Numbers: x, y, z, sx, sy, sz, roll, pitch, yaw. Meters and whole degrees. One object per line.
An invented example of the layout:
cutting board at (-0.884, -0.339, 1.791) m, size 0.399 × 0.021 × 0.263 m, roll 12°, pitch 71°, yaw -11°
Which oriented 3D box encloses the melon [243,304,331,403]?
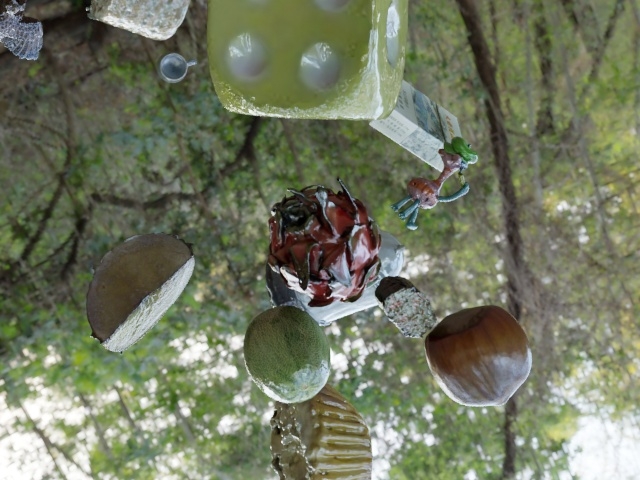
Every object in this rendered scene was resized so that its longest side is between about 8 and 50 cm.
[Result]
melon at (-0.055, 0.176, 1.348) m, size 0.139 × 0.139 × 0.192 m, roll -25°, pitch -147°, yaw -6°

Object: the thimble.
thimble at (-0.316, -0.479, 1.508) m, size 0.148 × 0.229 × 0.196 m, roll 13°, pitch 159°, yaw -33°

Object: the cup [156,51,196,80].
cup at (-0.359, -0.438, 2.125) m, size 0.100 × 0.078 × 0.077 m, roll -18°, pitch -166°, yaw -10°

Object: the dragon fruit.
dragon fruit at (0.000, 0.000, 1.406) m, size 0.192 × 0.274 × 0.193 m, roll -52°, pitch -140°, yaw -10°

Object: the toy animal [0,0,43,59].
toy animal at (-0.715, -0.492, 1.894) m, size 0.179 × 0.218 × 0.116 m, roll -14°, pitch -138°, yaw 56°

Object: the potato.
potato at (-0.342, 0.088, 1.534) m, size 0.243 × 0.138 × 0.098 m, roll -47°, pitch 157°, yaw -26°

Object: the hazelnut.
hazelnut at (0.329, 0.237, 1.765) m, size 0.210 × 0.210 × 0.186 m, roll -24°, pitch -162°, yaw 4°

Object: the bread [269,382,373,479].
bread at (-0.003, 0.378, 1.574) m, size 0.149 × 0.274 × 0.274 m, roll 2°, pitch -179°, yaw -19°

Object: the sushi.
sushi at (0.175, 0.134, 1.734) m, size 0.090 × 0.150 × 0.078 m, roll -37°, pitch -143°, yaw 5°

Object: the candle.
candle at (0.054, 0.067, 1.945) m, size 0.343 × 0.221 × 0.221 m, roll -20°, pitch -169°, yaw 23°

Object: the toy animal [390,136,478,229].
toy animal at (0.239, -0.111, 1.727) m, size 0.208 × 0.103 × 0.100 m, roll -46°, pitch 173°, yaw 3°

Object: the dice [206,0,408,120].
dice at (-0.012, -0.286, 1.147) m, size 0.233 × 0.238 × 0.227 m, roll 4°, pitch -170°, yaw 14°

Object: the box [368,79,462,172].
box at (0.219, -0.276, 1.961) m, size 0.069 × 0.256 × 0.164 m, roll -41°, pitch -145°, yaw 32°
